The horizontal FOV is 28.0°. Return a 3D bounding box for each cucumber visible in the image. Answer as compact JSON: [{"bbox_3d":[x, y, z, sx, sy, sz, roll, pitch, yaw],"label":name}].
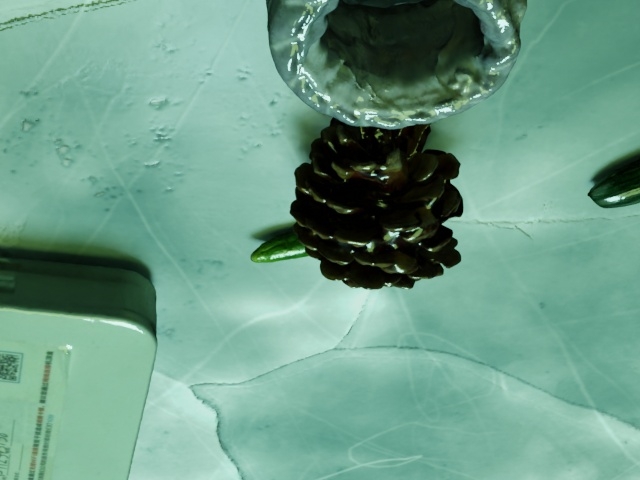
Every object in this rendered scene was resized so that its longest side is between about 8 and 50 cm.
[{"bbox_3d":[0.000,0.000,1.495,0.168,0.039,0.039,-9,136,5],"label":"cucumber"},{"bbox_3d":[0.358,-0.063,1.467,0.105,0.048,0.048,-23,133,16],"label":"cucumber"}]

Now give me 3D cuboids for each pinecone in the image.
[{"bbox_3d":[0.066,-0.049,1.365,0.184,0.179,0.204,-4,122,-35],"label":"pinecone"}]

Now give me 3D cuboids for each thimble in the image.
[{"bbox_3d":[0.065,-0.228,1.182,0.236,0.172,0.205,-3,138,0],"label":"thimble"}]

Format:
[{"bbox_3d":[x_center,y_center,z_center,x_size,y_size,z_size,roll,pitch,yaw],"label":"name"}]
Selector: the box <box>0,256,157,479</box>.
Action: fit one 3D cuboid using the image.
[{"bbox_3d":[-0.416,0.177,1.575,0.397,0.111,0.396,7,133,-13],"label":"box"}]
